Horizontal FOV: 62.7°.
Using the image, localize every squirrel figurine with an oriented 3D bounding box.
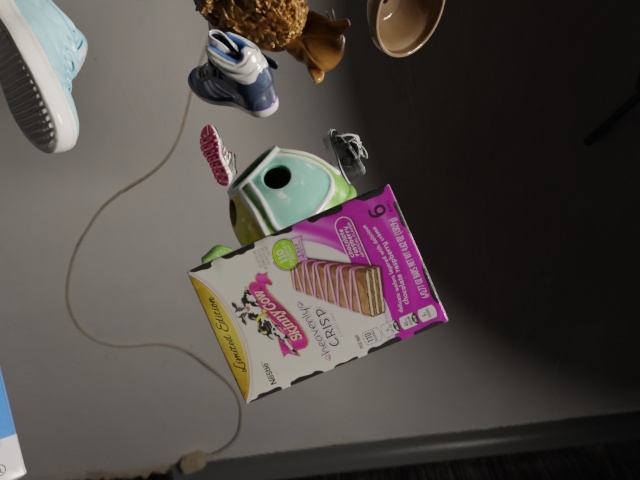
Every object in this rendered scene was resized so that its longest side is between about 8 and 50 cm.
[{"bbox_3d":[-0.117,-0.582,1.400,0.371,0.397,0.281,36,110,2],"label":"squirrel figurine"}]

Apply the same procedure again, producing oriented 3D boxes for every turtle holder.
[{"bbox_3d":[-0.088,-0.043,1.076,0.320,0.243,0.227,-42,109,7],"label":"turtle holder"}]

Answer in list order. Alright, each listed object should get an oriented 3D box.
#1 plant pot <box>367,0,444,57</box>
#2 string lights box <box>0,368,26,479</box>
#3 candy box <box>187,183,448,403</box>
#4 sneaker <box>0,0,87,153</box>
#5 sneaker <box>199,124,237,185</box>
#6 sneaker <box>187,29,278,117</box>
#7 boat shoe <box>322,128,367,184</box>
[{"bbox_3d":[0.197,-0.601,1.337,0.238,0.110,0.237,-28,141,-26],"label":"plant pot"},{"bbox_3d":[-0.346,0.092,0.428,0.077,0.134,0.259,-39,69,51],"label":"string lights box"},{"bbox_3d":[-0.003,0.056,0.575,0.234,0.071,0.159,-24,92,5],"label":"candy box"},{"bbox_3d":[-0.433,-0.299,0.841,0.135,0.150,0.365,-45,68,45],"label":"sneaker"},{"bbox_3d":[-0.277,-0.239,1.453,0.063,0.075,0.170,-12,107,25],"label":"sneaker"},{"bbox_3d":[-0.258,-0.464,1.367,0.130,0.323,0.236,-51,150,-19],"label":"sneaker"},{"bbox_3d":[0.074,-0.260,1.528,0.105,0.306,0.113,-25,116,11],"label":"boat shoe"}]
